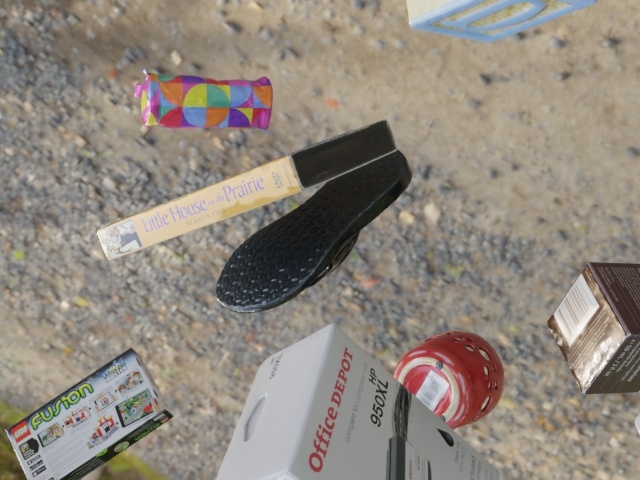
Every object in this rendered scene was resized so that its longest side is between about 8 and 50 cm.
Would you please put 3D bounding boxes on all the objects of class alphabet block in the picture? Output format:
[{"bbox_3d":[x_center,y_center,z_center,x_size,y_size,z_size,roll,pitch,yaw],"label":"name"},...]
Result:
[{"bbox_3d":[0.230,-0.394,1.312,0.192,0.197,0.193,-12,172,44],"label":"alphabet block"}]

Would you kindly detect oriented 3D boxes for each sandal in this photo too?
[{"bbox_3d":[0.002,0.000,1.861,0.167,0.445,0.107,46,172,41],"label":"sandal"}]

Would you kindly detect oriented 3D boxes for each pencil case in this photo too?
[{"bbox_3d":[-0.201,-0.244,1.713,0.236,0.105,0.104,2,158,-16],"label":"pencil case"}]

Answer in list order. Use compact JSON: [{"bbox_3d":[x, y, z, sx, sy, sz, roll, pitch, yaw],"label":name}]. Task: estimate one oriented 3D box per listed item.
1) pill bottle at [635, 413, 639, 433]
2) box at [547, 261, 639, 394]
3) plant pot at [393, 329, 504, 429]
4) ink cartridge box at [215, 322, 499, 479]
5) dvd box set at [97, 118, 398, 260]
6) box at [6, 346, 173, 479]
[{"bbox_3d":[0.783,0.295,1.957,0.176,0.176,0.319,34,114,-4],"label":"pill bottle"},{"bbox_3d":[0.543,0.153,1.714,0.203,0.167,0.169,2,135,-21],"label":"box"},{"bbox_3d":[0.242,0.277,1.922,0.191,0.191,0.174,14,-170,31],"label":"plant pot"},{"bbox_3d":[0.067,0.359,1.422,0.395,0.285,0.166,43,127,-19],"label":"ink cartridge box"},{"bbox_3d":[-0.119,-0.084,1.608,0.420,0.307,0.062,-18,96,36],"label":"dvd box set"},{"bbox_3d":[-0.317,0.251,1.349,0.114,0.207,0.036,54,174,30],"label":"box"}]
